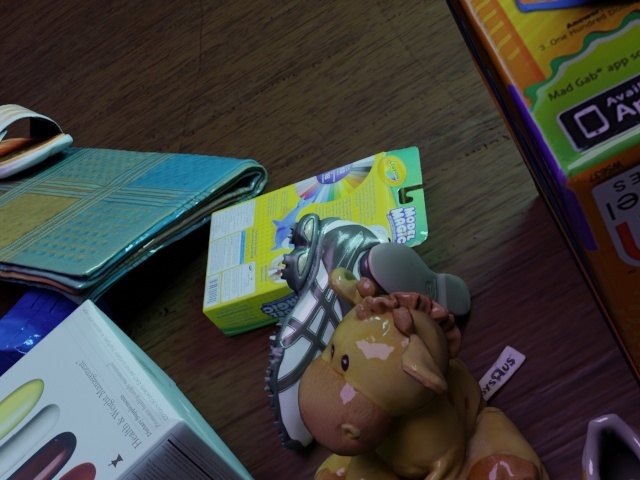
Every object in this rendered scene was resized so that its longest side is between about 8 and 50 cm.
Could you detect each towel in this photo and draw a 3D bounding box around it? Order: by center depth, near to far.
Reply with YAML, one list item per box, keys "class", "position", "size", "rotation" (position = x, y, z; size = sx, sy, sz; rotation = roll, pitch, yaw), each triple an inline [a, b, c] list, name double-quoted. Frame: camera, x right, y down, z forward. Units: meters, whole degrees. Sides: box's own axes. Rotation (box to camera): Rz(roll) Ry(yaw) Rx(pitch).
- class: "towel"
  position: [-0.271, -0.032, 1.057]
  size: [0.370, 0.040, 0.271]
  rotation: [7, 33, 41]

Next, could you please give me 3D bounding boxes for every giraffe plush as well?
- class: "giraffe plush"
  position: [0.057, 0.115, 0.657]
  size: [0.181, 0.170, 0.210]
  rotation: [8, 57, 39]

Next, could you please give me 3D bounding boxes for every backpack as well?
- class: "backpack"
  position: [-0.256, 0.098, 0.949]
  size: [0.101, 0.098, 0.120]
  rotation: [0, 39, 23]

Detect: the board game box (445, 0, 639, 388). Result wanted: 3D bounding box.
- class: "board game box"
  position: [0.294, -0.109, 0.561]
  size: [0.357, 0.356, 0.356]
  rotation: [-26, 42, 12]

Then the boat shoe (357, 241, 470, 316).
- class: "boat shoe"
  position: [0.068, 0.037, 0.754]
  size: [0.043, 0.137, 0.049]
  rotation: [-10, 69, 37]

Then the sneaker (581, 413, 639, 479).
- class: "sneaker"
  position: [0.192, 0.192, 0.558]
  size: [0.070, 0.084, 0.185]
  rotation: [-24, 42, 14]

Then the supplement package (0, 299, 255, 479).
- class: "supplement package"
  position: [-0.189, 0.197, 0.766]
  size: [0.203, 0.149, 0.194]
  rotation: [-43, 41, -9]

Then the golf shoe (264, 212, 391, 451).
- class: "golf shoe"
  position: [0.010, 0.077, 0.778]
  size: [0.094, 0.077, 0.198]
  rotation: [6, 81, 12]

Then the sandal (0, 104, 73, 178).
- class: "sandal"
  position: [-0.418, -0.133, 1.239]
  size: [0.102, 0.076, 0.265]
  rotation: [-34, 23, -31]

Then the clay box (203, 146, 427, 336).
- class: "clay box"
  position: [0.000, 0.000, 0.892]
  size: [0.222, 0.053, 0.127]
  rotation: [-17, 47, 19]
